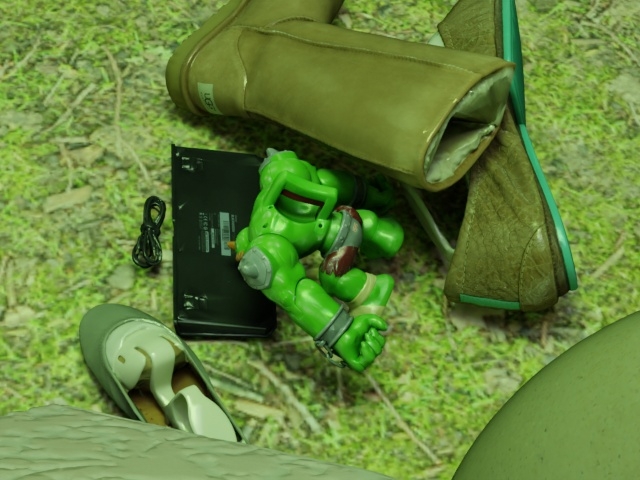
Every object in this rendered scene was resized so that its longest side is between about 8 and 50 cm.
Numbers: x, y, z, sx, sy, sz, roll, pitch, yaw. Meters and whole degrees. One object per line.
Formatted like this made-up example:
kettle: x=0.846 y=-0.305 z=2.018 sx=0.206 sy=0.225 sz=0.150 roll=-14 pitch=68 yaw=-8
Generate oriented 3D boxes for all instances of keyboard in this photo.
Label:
keyboard: x=-0.092 y=-0.001 z=1.182 sx=0.108 sy=0.023 sz=0.180 roll=6 pitch=49 yaw=-13

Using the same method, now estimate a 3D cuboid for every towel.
towel: x=-0.142 y=0.159 z=0.844 sx=0.317 sy=0.053 sz=0.332 roll=7 pitch=7 yaw=33

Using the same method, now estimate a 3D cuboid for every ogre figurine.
ogre figurine: x=0.000 y=0.000 z=1.137 sx=0.118 sy=0.097 sz=0.197 roll=30 pitch=58 yaw=-17

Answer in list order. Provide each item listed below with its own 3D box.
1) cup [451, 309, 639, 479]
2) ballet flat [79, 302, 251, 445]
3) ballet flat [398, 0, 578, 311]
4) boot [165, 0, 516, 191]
cup: x=0.257 y=0.163 z=0.965 sx=0.331 sy=0.237 sz=0.331 roll=5 pitch=50 yaw=-6
ballet flat: x=-0.100 y=0.106 z=1.060 sx=0.072 sy=0.068 sz=0.213 roll=-22 pitch=57 yaw=-25
ballet flat: x=0.120 y=-0.083 z=1.245 sx=0.124 sy=0.116 sz=0.342 roll=-11 pitch=55 yaw=7
boot: x=0.040 y=-0.151 z=1.229 sx=0.270 sy=0.089 sz=0.236 roll=18 pitch=59 yaw=36
